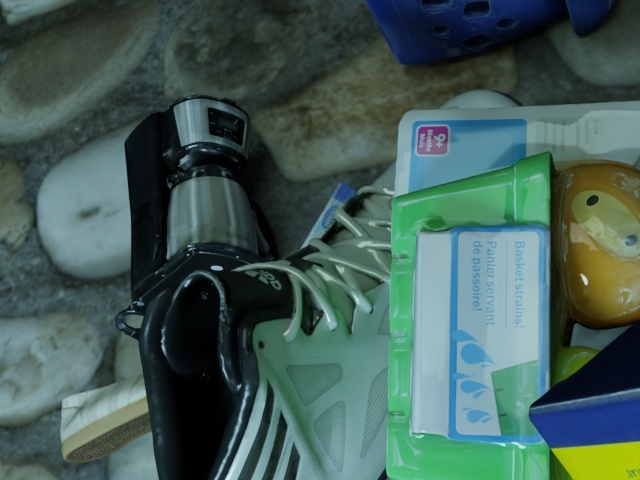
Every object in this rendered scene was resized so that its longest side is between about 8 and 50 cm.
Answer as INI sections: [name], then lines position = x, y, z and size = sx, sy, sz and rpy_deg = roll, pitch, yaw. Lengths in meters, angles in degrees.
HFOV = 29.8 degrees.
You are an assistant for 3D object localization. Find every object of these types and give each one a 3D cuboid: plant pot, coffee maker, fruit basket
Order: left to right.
[coffee maker]
position = -0.134, -0.025, 1.127
size = 0.171, 0.120, 0.178
rpy_deg = -21, 55, 19
[plant pot]
position = 0.151, -0.313, 1.061
size = 0.212, 0.236, 0.236
rpy_deg = -1, 65, 22
[fruit basket]
position = 0.216, 0.063, 0.772
size = 0.353, 0.165, 0.327
rpy_deg = -1, 81, 20

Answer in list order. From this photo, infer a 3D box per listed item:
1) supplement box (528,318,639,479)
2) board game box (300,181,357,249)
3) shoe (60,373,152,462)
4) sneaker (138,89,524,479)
[supplement box]
position = 0.308, 0.164, 0.595
size = 0.194, 0.195, 0.356
rpy_deg = -35, 87, -16
[board game box]
position = 0.000, 0.000, 1.060
size = 0.020, 0.090, 0.090
rpy_deg = 31, 80, 3
[shoe]
position = -0.145, 0.135, 1.072
size = 0.219, 0.076, 0.058
rpy_deg = -24, 60, 19
[sneaker]
position = 0.029, 0.037, 0.913
size = 0.169, 0.257, 0.447
rpy_deg = 18, 74, 35
